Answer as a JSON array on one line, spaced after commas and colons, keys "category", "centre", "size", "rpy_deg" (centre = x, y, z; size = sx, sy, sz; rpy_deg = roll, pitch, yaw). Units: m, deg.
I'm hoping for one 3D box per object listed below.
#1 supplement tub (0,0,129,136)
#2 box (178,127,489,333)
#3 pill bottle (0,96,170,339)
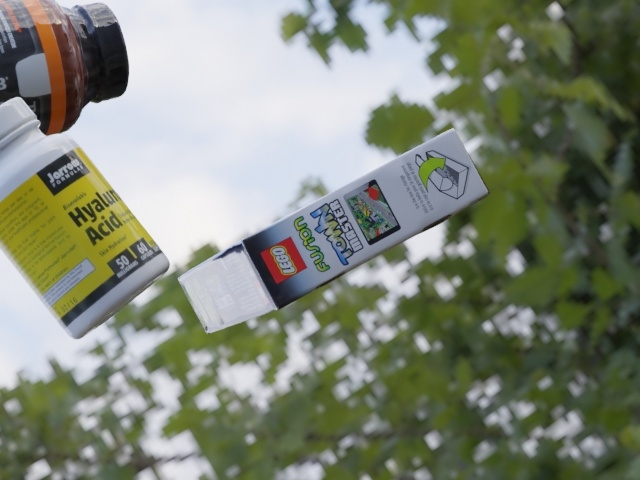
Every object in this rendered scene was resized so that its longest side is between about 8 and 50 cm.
[{"category": "supplement tub", "centre": [-0.236, -0.114, 1.360], "size": [0.197, 0.106, 0.106], "rpy_deg": [-15, -27, -24]}, {"category": "box", "centre": [0.000, 0.000, 0.968], "size": [0.114, 0.036, 0.207], "rpy_deg": [-28, 1, -14]}, {"category": "pill bottle", "centre": [-0.135, -0.013, 0.993], "size": [0.065, 0.116, 0.065], "rpy_deg": [-39, 0, 0]}]
